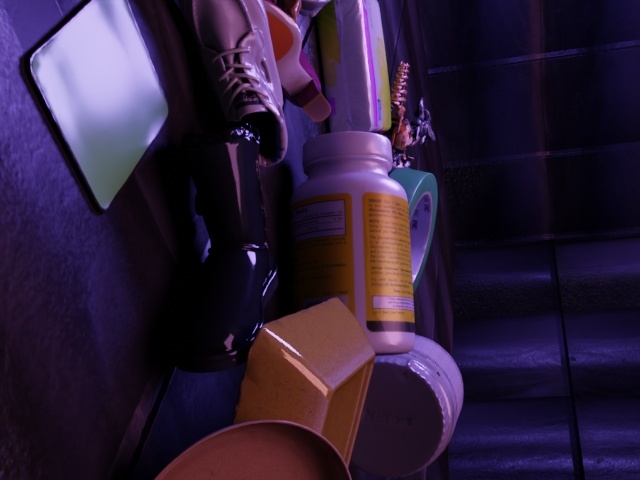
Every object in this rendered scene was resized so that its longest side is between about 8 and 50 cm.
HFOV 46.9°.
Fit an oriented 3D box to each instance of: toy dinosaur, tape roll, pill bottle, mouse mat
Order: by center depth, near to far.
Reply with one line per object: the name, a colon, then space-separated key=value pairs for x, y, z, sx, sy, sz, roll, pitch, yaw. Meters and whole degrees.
mouse mat: x=-0.191 y=-0.135 z=0.671 sx=0.189 sy=0.007 sz=0.152 roll=-74 pitch=154 yaw=-50
pill bottle: x=0.047 y=0.011 z=1.147 sx=0.188 sy=0.188 sz=0.333 roll=31 pitch=56 yaw=-71
toy dinosaur: x=-0.048 y=-0.364 z=1.152 sx=0.112 sy=0.064 sz=0.211 roll=-48 pitch=131 yaw=-71
tape roll: x=0.182 y=-0.002 z=1.674 sx=0.321 sy=0.077 sz=0.321 roll=15 pitch=90 yaw=-70
toy dinosaur: x=0.175 y=-0.241 z=1.708 sx=0.322 sy=0.164 sz=0.218 roll=-58 pitch=177 yaw=34

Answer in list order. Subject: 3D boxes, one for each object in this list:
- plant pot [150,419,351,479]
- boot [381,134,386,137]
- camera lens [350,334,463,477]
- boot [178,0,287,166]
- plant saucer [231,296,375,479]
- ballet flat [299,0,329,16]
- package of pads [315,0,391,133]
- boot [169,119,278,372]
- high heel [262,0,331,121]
plant pot: x=-0.076 y=0.270 z=0.675 sx=0.032 sy=0.236 sz=0.236 roll=22 pitch=-53 yaw=58
boot: x=0.100 y=-0.142 z=1.576 sx=0.069 sy=0.086 sz=0.190 roll=52 pitch=36 yaw=-63
camera lens: x=0.143 y=0.295 z=1.352 sx=0.274 sy=0.219 sz=0.219 roll=-5 pitch=90 yaw=-74
boot: x=-0.088 y=-0.198 z=0.857 sx=0.258 sy=0.095 sz=0.123 roll=64 pitch=8 yaw=-55
plant saucer: x=-0.021 y=0.247 z=0.849 sx=0.333 sy=0.081 sz=0.332 roll=-4 pitch=107 yaw=-75
ballet flat: x=-0.012 y=-0.430 z=1.304 sx=0.213 sy=0.072 sz=0.068 roll=-66 pitch=178 yaw=-56
package of pads: x=0.072 y=-0.364 z=1.516 sx=0.229 sy=0.101 sz=0.296 roll=-31 pitch=115 yaw=-73
boot: x=-0.108 y=-0.007 z=0.765 sx=0.246 sy=0.094 sz=0.207 roll=-67 pitch=151 yaw=-66
high heel: x=-0.062 y=-0.286 z=1.106 sx=0.244 sy=0.082 sz=0.117 roll=43 pitch=11 yaw=-48
